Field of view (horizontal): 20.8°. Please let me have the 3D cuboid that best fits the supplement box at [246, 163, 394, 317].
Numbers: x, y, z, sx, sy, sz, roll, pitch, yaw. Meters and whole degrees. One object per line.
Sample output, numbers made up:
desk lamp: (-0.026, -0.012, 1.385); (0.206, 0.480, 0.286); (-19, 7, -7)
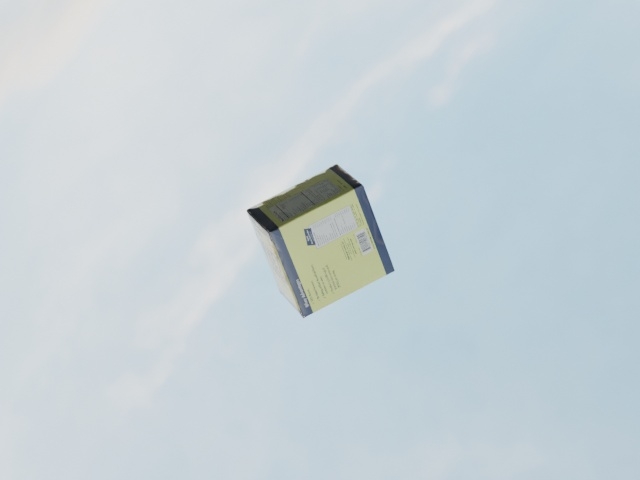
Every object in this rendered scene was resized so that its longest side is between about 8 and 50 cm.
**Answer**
supplement box: (0.000, 0.000, 1.368); (0.083, 0.083, 0.056); (-27, -153, -11)
